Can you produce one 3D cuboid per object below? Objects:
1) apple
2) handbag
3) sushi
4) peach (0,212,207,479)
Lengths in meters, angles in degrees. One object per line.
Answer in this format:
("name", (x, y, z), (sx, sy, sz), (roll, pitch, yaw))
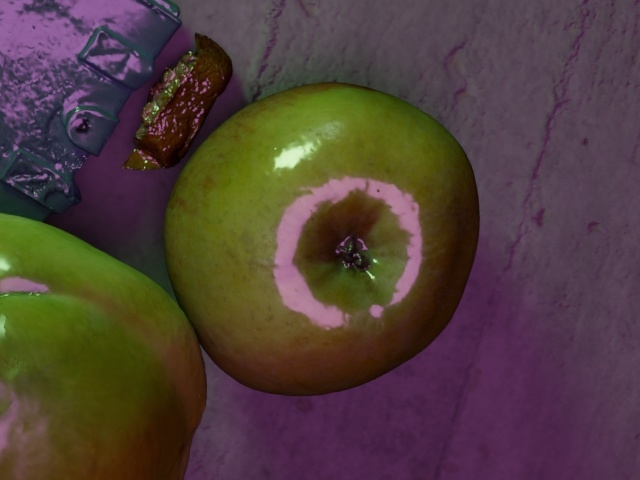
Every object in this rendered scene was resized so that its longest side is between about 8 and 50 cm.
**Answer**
("apple", (0.000, 0.000, 1.373), (0.261, 0.194, 0.260), (-1, 99, -9))
("handbag", (-0.229, -0.124, 1.374), (0.179, 0.062, 0.229), (34, 101, -17))
("sushi", (-0.116, -0.106, 1.399), (0.055, 0.052, 0.120), (29, 100, -14))
("peach", (-0.251, 0.143, 1.325), (0.314, 0.281, 0.315), (6, 129, 4))
